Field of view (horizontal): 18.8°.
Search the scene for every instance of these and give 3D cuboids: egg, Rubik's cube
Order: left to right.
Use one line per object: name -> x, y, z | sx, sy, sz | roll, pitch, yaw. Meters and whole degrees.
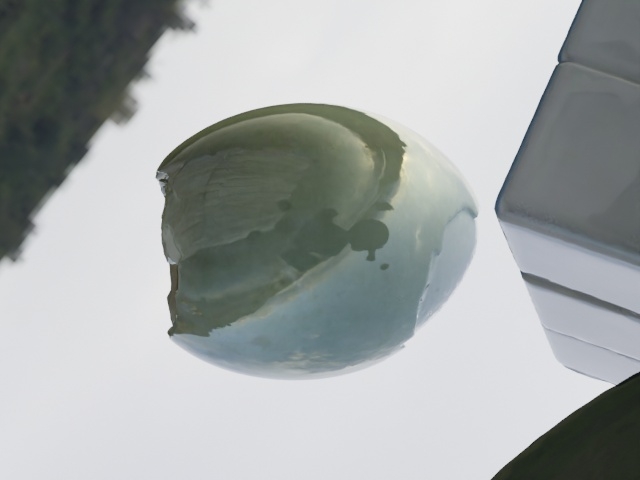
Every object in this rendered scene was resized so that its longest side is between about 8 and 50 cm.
egg -> 0.000, 0.000, 1.947 | 0.278, 0.336, 0.278 | 177, -90, -78
Rubik's cube -> 0.298, -0.048, 1.112 | 0.291, 0.291, 0.290 | 19, -105, 21

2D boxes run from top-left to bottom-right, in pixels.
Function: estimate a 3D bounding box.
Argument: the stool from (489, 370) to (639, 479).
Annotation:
stool -> 0.203, 0.237, 0.789 | 0.297, 0.330, 0.297 | -41, -170, 9
